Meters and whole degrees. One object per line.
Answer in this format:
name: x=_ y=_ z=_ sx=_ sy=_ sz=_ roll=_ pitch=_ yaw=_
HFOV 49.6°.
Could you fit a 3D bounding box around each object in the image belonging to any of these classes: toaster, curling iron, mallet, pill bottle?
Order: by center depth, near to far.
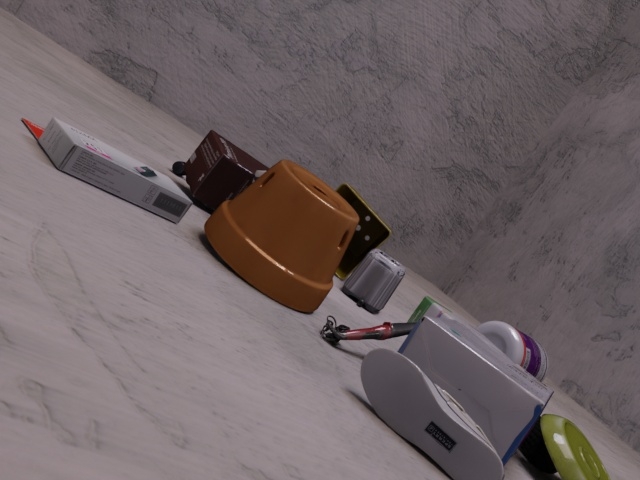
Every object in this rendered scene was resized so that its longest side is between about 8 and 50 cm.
curling iron: x=0.116 y=0.169 z=1.353 sx=0.274 sy=0.035 sz=0.068 roll=1 pitch=28 yaw=-35
mallet: x=-0.321 y=-0.160 z=1.885 sx=0.190 sy=0.039 sz=0.062 roll=33 pitch=5 yaw=13
toaster: x=0.152 y=0.109 z=1.933 sx=0.129 sy=0.146 sz=0.227 roll=36 pitch=6 yaw=11
pill bottle: x=0.593 y=0.369 z=2.158 sx=0.181 sy=0.181 sz=0.323 roll=40 pitch=8 yaw=41

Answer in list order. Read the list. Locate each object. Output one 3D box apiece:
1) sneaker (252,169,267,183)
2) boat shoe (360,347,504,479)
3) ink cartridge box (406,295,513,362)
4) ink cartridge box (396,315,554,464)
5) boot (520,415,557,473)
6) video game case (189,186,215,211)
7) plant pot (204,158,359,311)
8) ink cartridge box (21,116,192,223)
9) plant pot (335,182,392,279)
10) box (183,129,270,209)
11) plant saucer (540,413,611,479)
sneaker: x=-0.079 y=-0.057 z=1.651 sx=0.094 sy=0.153 sz=0.235 roll=11 pitch=-11 yaw=44
boat shoe: x=0.172 y=0.269 z=1.059 sx=0.267 sy=0.096 sz=0.088 roll=39 pitch=3 yaw=20
ink cartridge box: x=0.384 y=0.290 z=1.928 sx=0.201 sy=0.117 sz=0.278 roll=33 pitch=6 yaw=-19
ink cartridge box: x=0.319 y=0.291 z=1.410 sx=0.270 sy=0.151 sz=0.395 roll=37 pitch=8 yaw=21
boot: x=0.505 y=0.454 z=1.540 sx=0.161 sy=0.083 sz=0.246 roll=44 pitch=7 yaw=-20
video game case: x=-0.259 y=-0.087 z=1.821 sx=0.157 sy=0.019 sz=0.143 roll=30 pitch=8 yaw=-36
plant pot: x=-0.060 y=-0.027 z=1.402 sx=0.291 sy=0.203 sz=0.291 roll=36 pitch=12 yaw=-9
ink cartridge box: x=-0.408 y=-0.153 z=1.330 sx=0.275 sy=0.060 sz=0.239 roll=29 pitch=10 yaw=-47
plant pot: x=0.093 y=-0.032 z=2.133 sx=0.212 sy=0.212 sz=0.187 roll=48 pitch=15 yaw=8
box: x=-0.155 y=-0.109 z=1.796 sx=0.381 sy=0.143 sz=0.191 roll=30 pitch=14 yaw=-30
plant saucer: x=0.524 y=0.451 z=1.383 sx=0.241 sy=0.037 sz=0.241 roll=43 pitch=25 yaw=-26
